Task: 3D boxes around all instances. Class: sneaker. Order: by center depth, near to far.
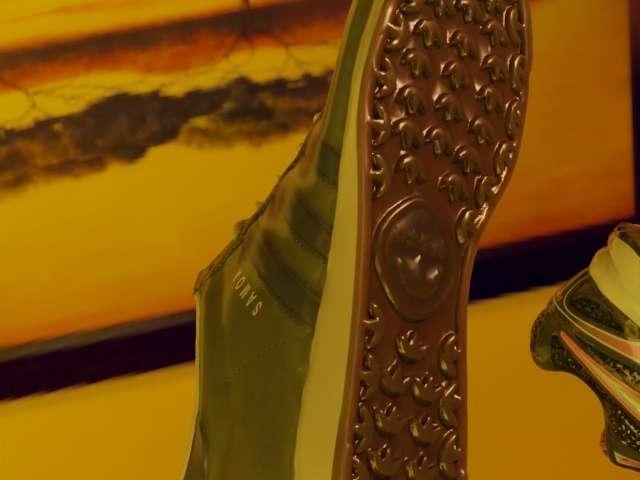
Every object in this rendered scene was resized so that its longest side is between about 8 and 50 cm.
[{"bbox_3d":[0.000,0.000,0.358,0.086,0.064,0.192,-8,-115,44],"label":"sneaker"},{"bbox_3d":[0.159,0.077,0.548,0.077,0.178,0.072,-40,-178,26],"label":"sneaker"}]
